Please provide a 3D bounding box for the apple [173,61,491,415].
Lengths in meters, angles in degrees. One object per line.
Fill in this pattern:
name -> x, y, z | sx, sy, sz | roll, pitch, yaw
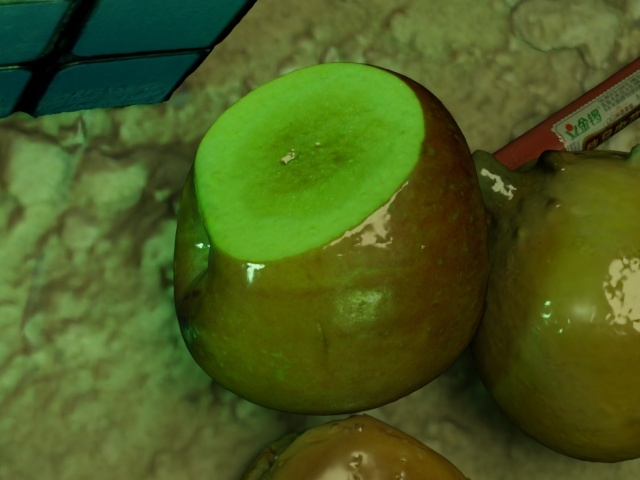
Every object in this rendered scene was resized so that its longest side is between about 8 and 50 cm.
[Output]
apple -> 0.002, 0.004, 0.659 | 0.147, 0.163, 0.146 | -9, 36, -14

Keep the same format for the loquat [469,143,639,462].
loquat -> 0.148, 0.024, 0.719 | 0.204, 0.149, 0.172 | 45, 60, -14

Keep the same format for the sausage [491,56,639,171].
sausage -> 0.162, -0.073, 0.817 | 0.253, 0.034, 0.034 | -34, 91, -26

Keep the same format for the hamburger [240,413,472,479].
hamburger -> 0.017, 0.163, 0.670 | 0.138, 0.083, 0.147 | 36, 69, -15

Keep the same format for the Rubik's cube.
Rubik's cube -> -0.143, -0.164, 0.639 | 0.183, 0.167, 0.180 | -7, 79, -26
